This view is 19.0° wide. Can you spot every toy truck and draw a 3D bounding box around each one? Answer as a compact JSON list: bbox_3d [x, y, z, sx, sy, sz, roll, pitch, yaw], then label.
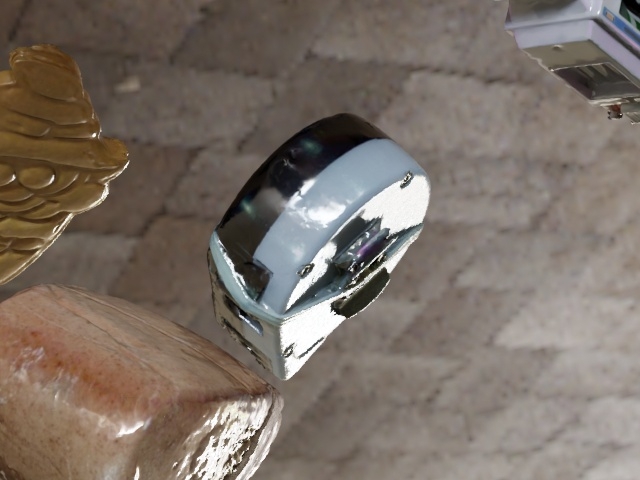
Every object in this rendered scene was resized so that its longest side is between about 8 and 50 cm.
[{"bbox_3d":[0.206,-0.212,1.504,0.124,0.155,0.268,-3,156,45],"label":"toy truck"}]

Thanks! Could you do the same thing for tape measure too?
[{"bbox_3d":[0.000,-0.002,1.432,0.182,0.107,0.181,-44,161,-11],"label":"tape measure"}]

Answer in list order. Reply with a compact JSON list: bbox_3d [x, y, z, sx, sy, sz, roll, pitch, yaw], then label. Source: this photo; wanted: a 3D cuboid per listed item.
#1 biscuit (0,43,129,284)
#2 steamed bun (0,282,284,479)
[{"bbox_3d":[-0.219,-0.044,1.361,0.162,0.035,0.250,1,142,-18],"label":"biscuit"},{"bbox_3d":[-0.109,0.089,0.986,0.175,0.144,0.106,5,111,-66],"label":"steamed bun"}]
